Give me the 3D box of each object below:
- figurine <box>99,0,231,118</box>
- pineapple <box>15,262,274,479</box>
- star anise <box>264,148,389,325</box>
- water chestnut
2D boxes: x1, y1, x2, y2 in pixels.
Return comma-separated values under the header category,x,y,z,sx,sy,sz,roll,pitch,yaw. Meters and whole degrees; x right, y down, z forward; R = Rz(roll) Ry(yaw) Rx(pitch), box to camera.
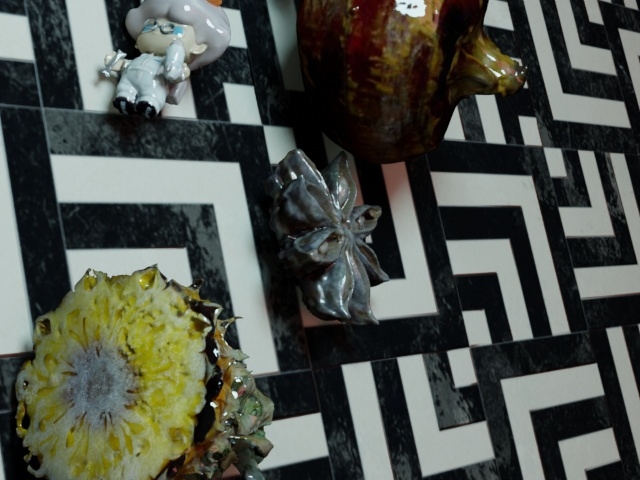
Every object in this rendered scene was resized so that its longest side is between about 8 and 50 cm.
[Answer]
category,x,y,z,sx,sy,sz,roll,pitch,yaw
figurine,-0.179,-0.238,1.327,0.112,0.137,0.229,68,35,-51
pineapple,-0.137,0.176,1.163,0.272,0.263,0.262,34,50,-56
star anise,0.000,-0.001,1.417,0.223,0.109,0.235,13,65,-57
water chestnut,0.129,-0.263,1.463,0.350,0.302,0.350,15,90,-77
